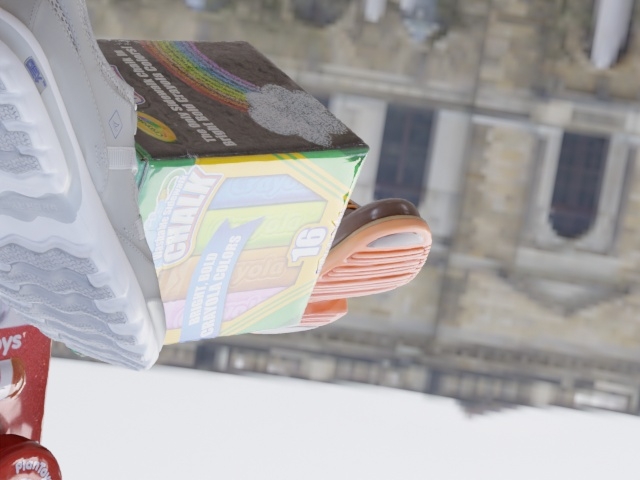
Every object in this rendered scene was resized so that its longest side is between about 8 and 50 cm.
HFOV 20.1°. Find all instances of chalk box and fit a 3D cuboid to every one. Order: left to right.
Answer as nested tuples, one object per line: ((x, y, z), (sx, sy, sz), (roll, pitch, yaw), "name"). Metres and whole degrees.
((-0.144, -0.037, 1.373), (0.289, 0.179, 0.180), (-5, -143, -42), "chalk box")

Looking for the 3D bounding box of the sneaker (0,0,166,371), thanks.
((-0.129, -0.036, 1.011), (0.105, 0.281, 0.115), (17, -128, 24), "sneaker")

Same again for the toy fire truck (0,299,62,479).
((-0.344, 0.126, 1.485), (0.169, 0.254, 0.302), (17, -165, 41), "toy fire truck")

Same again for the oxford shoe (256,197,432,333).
((0.000, 0.000, 1.842), (0.130, 0.132, 0.364), (-3, 167, -25), "oxford shoe")
